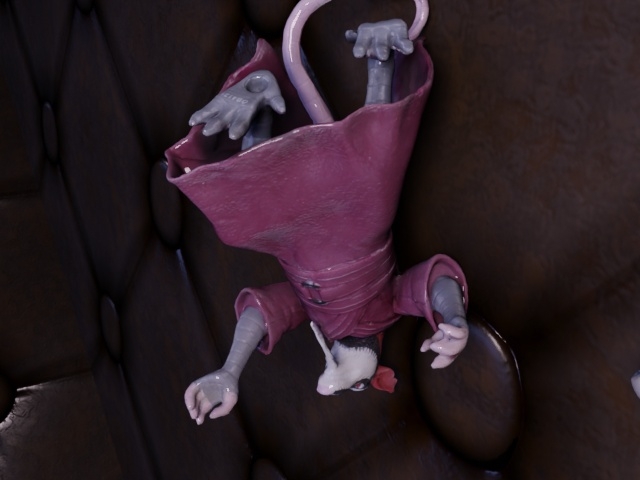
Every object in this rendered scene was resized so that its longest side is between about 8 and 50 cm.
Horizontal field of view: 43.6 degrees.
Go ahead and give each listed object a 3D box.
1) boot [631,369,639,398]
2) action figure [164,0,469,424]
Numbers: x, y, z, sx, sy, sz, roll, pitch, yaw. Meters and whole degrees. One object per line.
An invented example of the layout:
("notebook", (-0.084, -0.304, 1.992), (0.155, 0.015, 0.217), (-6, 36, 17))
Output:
("boot", (0.255, 0.059, 0.387), (0.123, 0.095, 0.258), (58, 145, 20))
("action figure", (0.000, 0.000, 0.705), (0.276, 0.248, 0.370), (-84, -15, -45))
